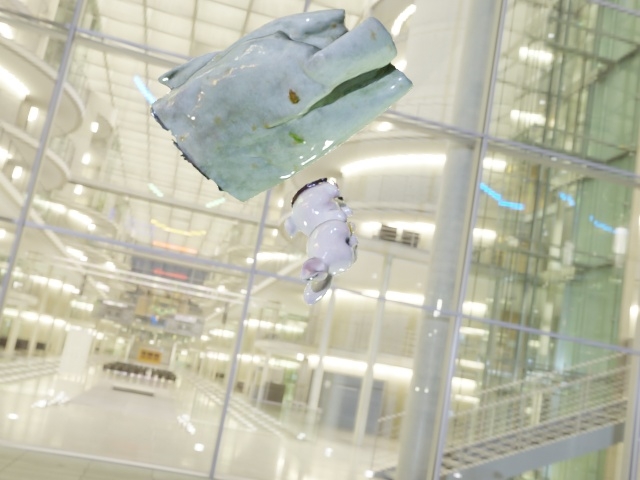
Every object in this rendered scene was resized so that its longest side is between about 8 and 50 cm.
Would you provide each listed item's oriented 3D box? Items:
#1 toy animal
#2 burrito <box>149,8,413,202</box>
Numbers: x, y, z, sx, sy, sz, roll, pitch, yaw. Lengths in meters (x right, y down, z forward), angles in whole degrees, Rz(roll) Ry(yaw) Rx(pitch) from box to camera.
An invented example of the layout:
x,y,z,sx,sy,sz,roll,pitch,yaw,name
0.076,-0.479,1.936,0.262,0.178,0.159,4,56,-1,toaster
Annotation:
x,y,z,sx,sy,sz,roll,pitch,yaw,name
0.006,-0.002,0.811,0.085,0.124,0.071,-16,-33,-5,toy animal
-0.018,-0.070,0.348,0.118,0.044,0.074,-25,-72,25,burrito
